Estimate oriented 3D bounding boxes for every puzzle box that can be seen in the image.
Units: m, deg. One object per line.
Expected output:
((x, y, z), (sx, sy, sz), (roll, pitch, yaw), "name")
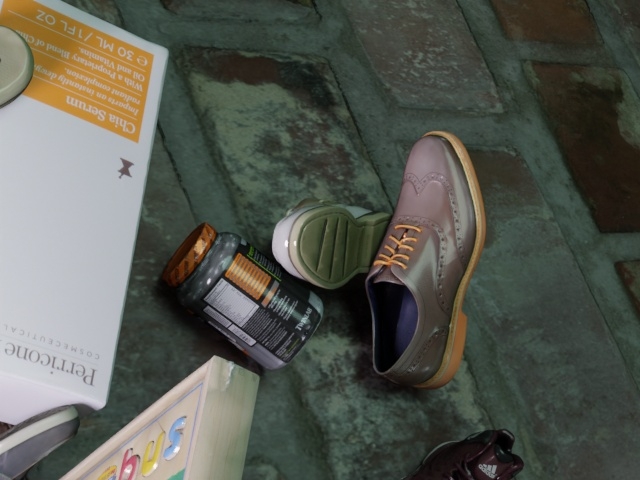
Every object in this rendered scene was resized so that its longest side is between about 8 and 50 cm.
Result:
((-0.202, 0.303, 1.175), (0.052, 0.409, 0.272), (29, 45, -22), "puzzle box")

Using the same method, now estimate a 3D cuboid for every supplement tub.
((-0.100, 0.069, 1.647), (0.190, 0.117, 0.117), (38, 43, -13), "supplement tub")

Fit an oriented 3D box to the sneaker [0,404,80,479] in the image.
((-0.318, 0.266, 1.304), (0.222, 0.083, 0.118), (-34, 95, -10), "sneaker")

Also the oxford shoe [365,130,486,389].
((0.138, 0.021, 1.782), (0.133, 0.130, 0.364), (12, 79, -50), "oxford shoe")

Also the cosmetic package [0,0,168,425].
((-0.332, -0.041, 1.435), (0.230, 0.161, 0.453), (21, 60, -30), "cosmetic package")

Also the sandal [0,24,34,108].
((-0.421, -0.146, 1.281), (0.303, 0.086, 0.120), (-37, 84, -29), "sandal")

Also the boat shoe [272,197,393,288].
((0.000, 0.000, 1.748), (0.302, 0.103, 0.113), (2, 99, -65), "boat shoe")

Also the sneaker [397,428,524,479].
((0.166, 0.321, 1.663), (0.106, 0.162, 0.281), (49, 41, -2), "sneaker")
